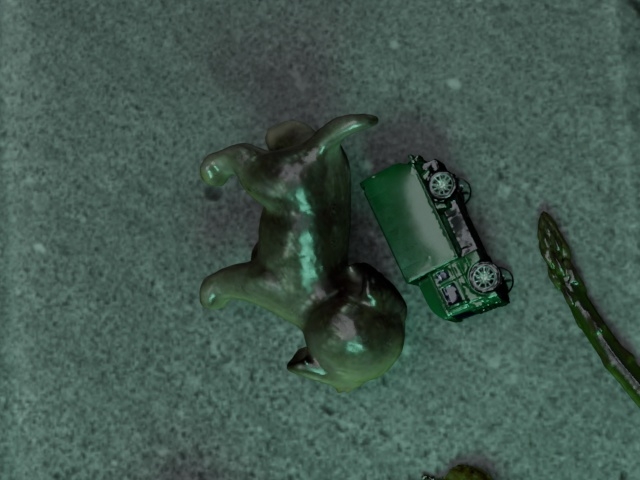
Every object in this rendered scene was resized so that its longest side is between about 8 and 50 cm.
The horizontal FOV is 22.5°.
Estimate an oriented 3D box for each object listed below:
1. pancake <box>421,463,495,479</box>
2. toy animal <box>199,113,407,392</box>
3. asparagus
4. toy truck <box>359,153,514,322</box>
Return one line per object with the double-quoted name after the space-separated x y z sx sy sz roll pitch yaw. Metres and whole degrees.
0.097 0.240 1.339 0.129 0.022 0.116 -34 37 -10 "pancake"
-0.010 0.009 1.364 0.168 0.121 0.233 2 105 39 "toy animal"
0.240 0.079 1.347 0.034 0.027 0.236 -33 75 5 "asparagus"
0.104 0.000 1.376 0.079 0.065 0.147 -29 76 13 "toy truck"
